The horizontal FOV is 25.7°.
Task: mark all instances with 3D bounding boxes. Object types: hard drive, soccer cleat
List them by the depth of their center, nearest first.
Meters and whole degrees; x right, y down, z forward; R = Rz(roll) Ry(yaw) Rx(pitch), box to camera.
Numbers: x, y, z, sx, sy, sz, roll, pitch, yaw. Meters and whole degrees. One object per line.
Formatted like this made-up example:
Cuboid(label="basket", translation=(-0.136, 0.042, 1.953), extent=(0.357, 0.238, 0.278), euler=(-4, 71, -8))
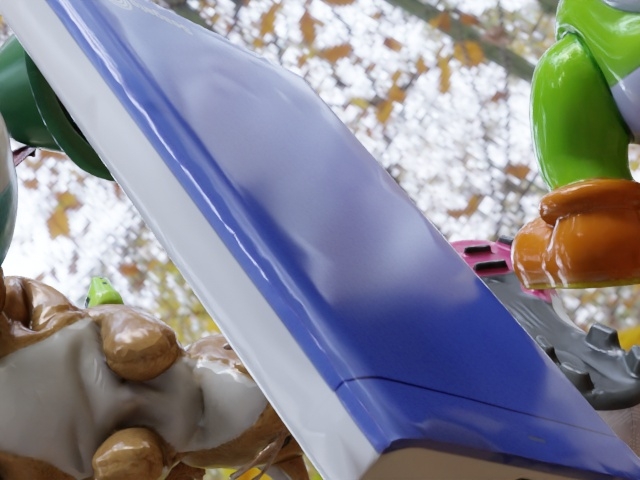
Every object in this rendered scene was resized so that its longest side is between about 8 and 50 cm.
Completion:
Cuboid(label="hard drive", translation=(0.000, 0.000, 0.634), extent=(0.210, 0.318, 0.040), euler=(20, -65, -49))
Cuboid(label="soccer cleat", translation=(0.169, 0.107, 1.178), extent=(0.116, 0.331, 0.143), euler=(-8, -66, -15))
Cuboid(label="soccer cleat", translation=(-0.276, 0.126, 1.733), extent=(0.060, 0.072, 0.179), euler=(2, -55, -25))

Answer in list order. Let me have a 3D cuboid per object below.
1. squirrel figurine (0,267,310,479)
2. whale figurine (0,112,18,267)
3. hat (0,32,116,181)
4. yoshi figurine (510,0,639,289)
Cuboid(label="squirrel figurine", translation=(-0.190, 0.171, 1.447), extent=(0.370, 0.281, 0.397), euler=(-3, -14, -16))
Cuboid(label="whale figurine", translation=(-0.273, -0.026, 0.744), extent=(0.216, 0.272, 0.141), euler=(-23, -57, -34))
Cuboid(label="hat", translation=(-0.248, -0.109, 1.106), extent=(0.208, 0.183, 0.173), euler=(-42, -65, -59))
Cuboid(label="yoshi figurine", translation=(0.166, -0.158, 0.785), extent=(0.203, 0.203, 0.362), euler=(-6, -91, -48))
